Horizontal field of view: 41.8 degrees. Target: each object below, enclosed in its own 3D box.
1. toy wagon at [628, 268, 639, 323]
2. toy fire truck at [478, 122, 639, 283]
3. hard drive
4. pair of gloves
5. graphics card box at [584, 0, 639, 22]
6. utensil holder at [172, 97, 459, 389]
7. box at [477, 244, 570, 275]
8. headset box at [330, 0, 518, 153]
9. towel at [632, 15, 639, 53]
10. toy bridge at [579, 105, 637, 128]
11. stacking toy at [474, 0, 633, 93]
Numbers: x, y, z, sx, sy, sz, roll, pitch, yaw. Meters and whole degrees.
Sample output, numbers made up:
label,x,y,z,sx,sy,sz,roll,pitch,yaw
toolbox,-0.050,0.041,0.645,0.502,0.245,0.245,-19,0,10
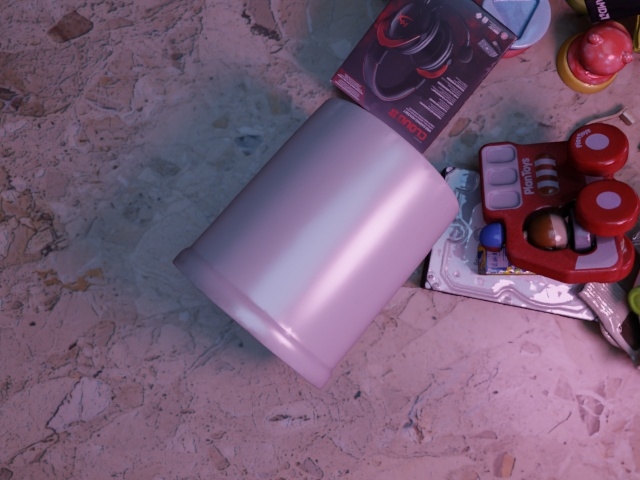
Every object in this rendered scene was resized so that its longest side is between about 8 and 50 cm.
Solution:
label,x,y,z,sx,sy,sz,roll,pitch,yaw
toy wagon,0.665,0.086,1.514,0.267,0.068,0.344,-20,100,-27
toy fire truck,0.399,-0.054,1.432,0.254,0.169,0.302,-4,53,13
hard drive,0.374,0.008,1.565,0.339,0.064,0.237,12,86,-2
pair of gloves,0.607,0.094,1.547,0.240,0.042,0.204,-39,103,-15
graphics card box,0.639,-0.518,1.423,0.371,0.094,0.233,-5,66,26
utensil holder,0.000,0.000,1.417,0.327,0.327,0.385,41,85,0
box,0.371,0.035,1.501,0.169,0.059,0.054,1,86,-3
headset box,0.175,-0.316,1.507,0.218,0.110,0.293,39,109,-2
towel,0.689,-0.380,1.581,0.237,0.021,0.102,10,87,-23
toy bridge,0.520,-0.193,1.600,0.188,0.026,0.063,-44,89,-4
stacking toy,0.453,-0.450,1.557,0.309,0.130,0.279,18,87,-2
